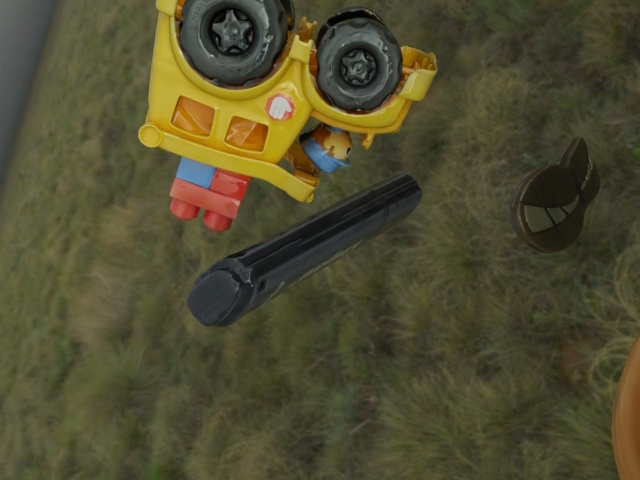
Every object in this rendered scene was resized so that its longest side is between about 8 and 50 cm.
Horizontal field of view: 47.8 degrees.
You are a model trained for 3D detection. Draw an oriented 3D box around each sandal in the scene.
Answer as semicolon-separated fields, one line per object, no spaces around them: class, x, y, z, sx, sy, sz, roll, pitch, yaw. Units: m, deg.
sandal;0.241;-0.051;0.769;0.060;0.090;0.219;-13;19;38

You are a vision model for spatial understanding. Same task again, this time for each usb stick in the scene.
usb stick;0.000;0.000;0.623;0.077;0.278;0.045;-36;85;40

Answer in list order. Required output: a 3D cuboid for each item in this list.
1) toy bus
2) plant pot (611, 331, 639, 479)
toy bus;-0.039;-0.103;0.601;0.149;0.220;0.212;-89;17;-69
plant pot;0.297;0.069;0.274;0.291;0.203;0.291;-48;1;1
